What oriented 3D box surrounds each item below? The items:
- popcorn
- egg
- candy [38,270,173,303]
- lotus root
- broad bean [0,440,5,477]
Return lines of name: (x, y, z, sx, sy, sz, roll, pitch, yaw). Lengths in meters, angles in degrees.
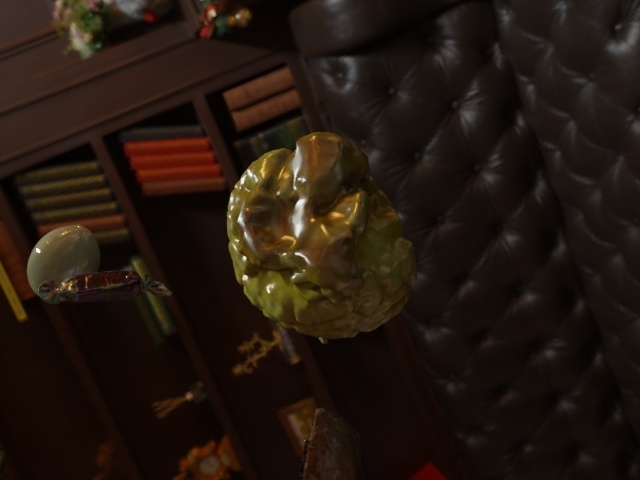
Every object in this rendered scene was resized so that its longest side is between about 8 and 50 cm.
popcorn: (0.000, 0.000, 0.948, 0.251, 0.205, 0.237, 173, 83, -83)
egg: (-0.440, 0.039, 1.430, 0.114, 0.152, 0.114, 31, -157, -15)
candy: (-0.286, 0.063, 1.113, 0.043, 0.174, 0.045, 110, 147, -41)
lotus root: (0.014, 0.311, 0.890, 0.329, 0.078, 0.167, -82, -10, -64)
broad bean: (-0.617, 0.443, 1.401, 0.052, 0.256, 0.053, -16, 113, 40)
